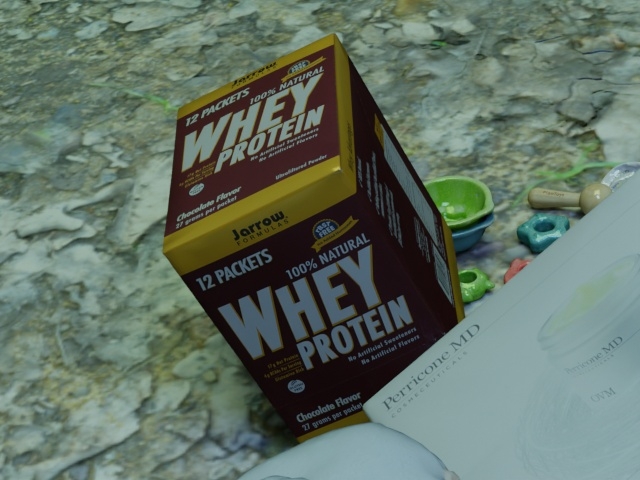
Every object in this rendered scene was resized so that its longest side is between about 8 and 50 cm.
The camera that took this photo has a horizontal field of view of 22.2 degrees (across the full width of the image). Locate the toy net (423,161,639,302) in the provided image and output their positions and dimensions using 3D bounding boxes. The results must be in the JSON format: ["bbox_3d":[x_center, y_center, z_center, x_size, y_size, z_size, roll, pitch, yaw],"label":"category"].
[{"bbox_3d":[0.187,-0.020,1.260,0.232,0.045,0.122,-14,33,-6],"label":"toy net"}]

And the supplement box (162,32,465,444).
[{"bbox_3d":[0.000,0.000,1.119,0.129,0.194,0.191,-25,31,14],"label":"supplement box"}]

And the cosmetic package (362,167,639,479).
[{"bbox_3d":[0.179,0.115,0.908,0.224,0.138,0.225,-41,35,2],"label":"cosmetic package"}]

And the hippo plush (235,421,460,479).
[{"bbox_3d":[-0.028,0.212,0.746,0.234,0.237,0.294,-4,15,36],"label":"hippo plush"}]
